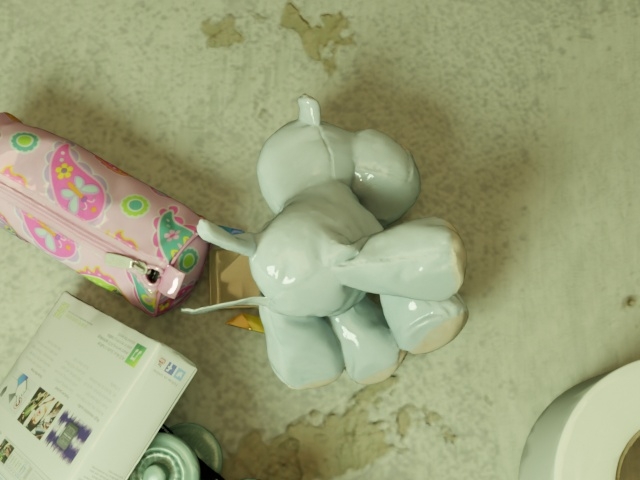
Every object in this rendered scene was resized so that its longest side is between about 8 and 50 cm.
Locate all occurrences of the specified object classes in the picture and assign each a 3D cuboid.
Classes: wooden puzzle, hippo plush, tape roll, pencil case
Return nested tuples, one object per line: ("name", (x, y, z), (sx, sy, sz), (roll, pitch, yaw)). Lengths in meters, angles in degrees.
("wooden puzzle", (-0.086, 0.043, 1.079), (0.078, 0.014, 0.116), (5, 76, -3))
("hippo plush", (0.000, 0.000, 1.021), (0.294, 0.234, 0.237), (5, 44, -14))
("tape roll", (0.328, 0.241, 0.949), (0.246, 0.169, 0.246), (0, 75, 0))
("pencil case", (-0.250, -0.027, 1.040), (0.284, 0.124, 0.124), (30, 78, 8))

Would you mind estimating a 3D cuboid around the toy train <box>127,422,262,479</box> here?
("toy train", (-0.115, 0.320, 0.954), (0.334, 0.142, 0.190), (40, 91, 7))

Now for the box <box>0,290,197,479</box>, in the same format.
("box", (-0.274, 0.216, 0.938), (0.058, 0.232, 0.322), (42, 75, -34))
